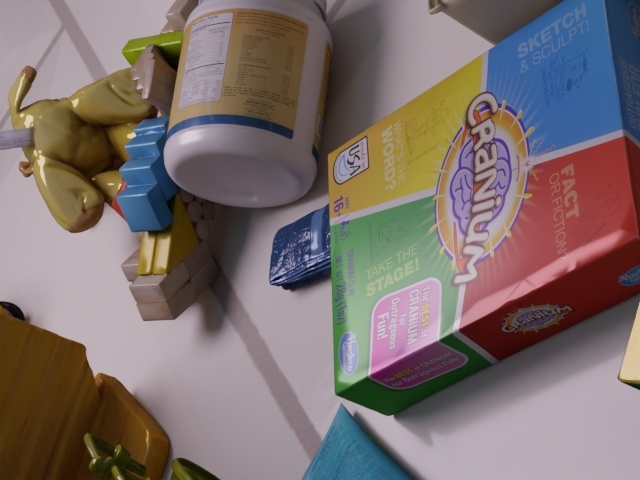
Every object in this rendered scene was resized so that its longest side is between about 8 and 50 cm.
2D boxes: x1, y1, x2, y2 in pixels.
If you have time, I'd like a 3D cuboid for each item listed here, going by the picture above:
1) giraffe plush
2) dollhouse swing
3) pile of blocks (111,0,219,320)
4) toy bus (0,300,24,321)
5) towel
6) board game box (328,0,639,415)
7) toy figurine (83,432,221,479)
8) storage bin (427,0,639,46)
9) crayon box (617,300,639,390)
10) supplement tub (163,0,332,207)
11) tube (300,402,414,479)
[{"bbox_3d":[-0.260,-0.090,1.822,0.170,0.210,0.181,134,144,-81],"label":"giraffe plush"},{"bbox_3d":[-0.250,0.230,1.454,0.305,0.347,0.315,8,77,44],"label":"dollhouse swing"},{"bbox_3d":[-0.166,-0.098,1.676,0.112,0.149,0.362,-5,66,37],"label":"pile of blocks"},{"bbox_3d":[-0.407,0.100,1.921,0.191,0.202,0.104,-52,7,30],"label":"toy bus"},{"bbox_3d":[0.000,0.000,1.525,0.119,0.029,0.067,-25,51,43],"label":"towel"},{"bbox_3d":[0.136,-0.029,1.336,0.316,0.064,0.242,-32,47,38],"label":"board game box"},{"bbox_3d":[-0.101,0.331,1.339,0.362,0.191,0.217,31,101,56],"label":"toy figurine"},{"bbox_3d":[0.213,-0.314,1.354,0.262,0.123,0.260,-31,47,39],"label":"storage bin"},{"bbox_3d":[0.328,0.036,1.036,0.278,0.081,0.165,6,75,53],"label":"crayon box"},{"bbox_3d":[-0.065,-0.146,1.594,0.144,0.144,0.199,-19,56,46],"label":"supplement tub"},{"bbox_3d":[0.041,0.201,1.343,0.080,0.052,0.207,-59,30,1],"label":"tube"}]
